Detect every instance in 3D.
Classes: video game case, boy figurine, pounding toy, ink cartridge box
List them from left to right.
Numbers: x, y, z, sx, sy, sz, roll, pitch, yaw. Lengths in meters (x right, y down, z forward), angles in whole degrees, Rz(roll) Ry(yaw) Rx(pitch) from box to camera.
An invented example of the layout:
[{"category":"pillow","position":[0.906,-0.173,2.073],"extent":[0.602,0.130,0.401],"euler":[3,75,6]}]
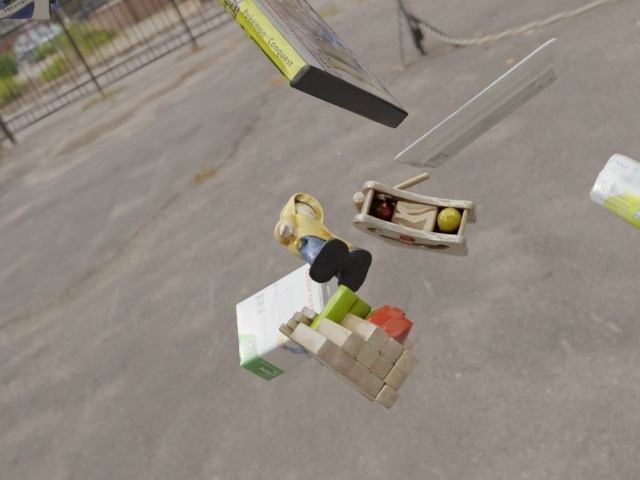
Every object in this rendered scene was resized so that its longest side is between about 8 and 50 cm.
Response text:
[{"category":"ink cartridge box","position":[-0.055,0.157,1.876],"extent":[0.212,0.093,0.154],"euler":[-32,43,25]},{"category":"video game case","position":[-0.028,-0.255,1.183],"extent":[0.035,0.248,0.275],"euler":[-46,-23,18]},{"category":"boy figurine","position":[0.000,0.000,1.659],"extent":[0.092,0.177,0.285],"euler":[-63,23,12]},{"category":"pounding toy","position":[0.156,-0.073,1.700],"extent":[0.269,0.154,0.155],"euler":[9,77,33]}]

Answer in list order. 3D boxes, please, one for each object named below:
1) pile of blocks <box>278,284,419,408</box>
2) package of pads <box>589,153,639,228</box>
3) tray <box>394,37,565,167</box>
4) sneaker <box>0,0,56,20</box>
[{"category":"pile of blocks","position":[0.043,0.109,1.144],"extent":[0.112,0.149,0.362],"euler":[-53,-4,-7]},{"category":"package of pads","position":[0.620,-0.029,1.611],"extent":[0.101,0.296,0.229],"euler":[-60,40,9]},{"category":"tray","position":[0.233,-0.180,1.352],"extent":[0.270,0.030,0.145],"euler":[-37,-12,16]},{"category":"sneaker","position":[-0.555,-0.407,1.623],"extent":[0.315,0.127,0.182],"euler":[-13,-2,31]}]
